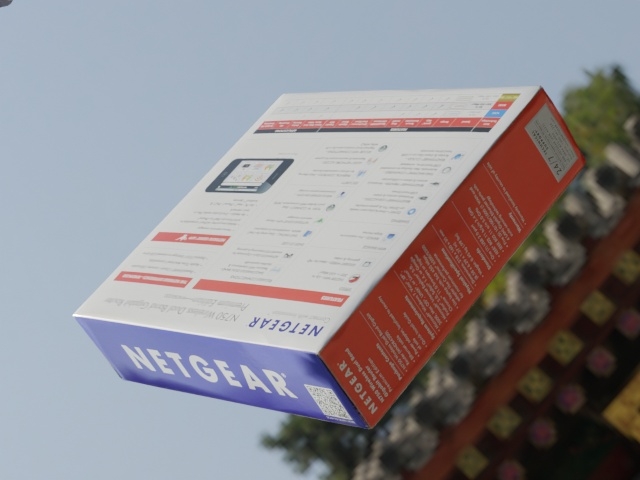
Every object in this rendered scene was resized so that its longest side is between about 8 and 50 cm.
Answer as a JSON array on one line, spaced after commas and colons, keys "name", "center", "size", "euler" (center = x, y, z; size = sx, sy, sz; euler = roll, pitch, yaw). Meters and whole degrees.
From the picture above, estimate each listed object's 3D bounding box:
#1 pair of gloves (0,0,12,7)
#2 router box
[{"name": "pair of gloves", "center": [-0.239, -0.188, 1.065], "size": [0.159, 0.023, 0.198], "euler": [-17, -28, 0]}, {"name": "router box", "center": [0.000, 0.000, 1.435], "size": [0.301, 0.335, 0.082], "euler": [-48, -60, -26]}]
